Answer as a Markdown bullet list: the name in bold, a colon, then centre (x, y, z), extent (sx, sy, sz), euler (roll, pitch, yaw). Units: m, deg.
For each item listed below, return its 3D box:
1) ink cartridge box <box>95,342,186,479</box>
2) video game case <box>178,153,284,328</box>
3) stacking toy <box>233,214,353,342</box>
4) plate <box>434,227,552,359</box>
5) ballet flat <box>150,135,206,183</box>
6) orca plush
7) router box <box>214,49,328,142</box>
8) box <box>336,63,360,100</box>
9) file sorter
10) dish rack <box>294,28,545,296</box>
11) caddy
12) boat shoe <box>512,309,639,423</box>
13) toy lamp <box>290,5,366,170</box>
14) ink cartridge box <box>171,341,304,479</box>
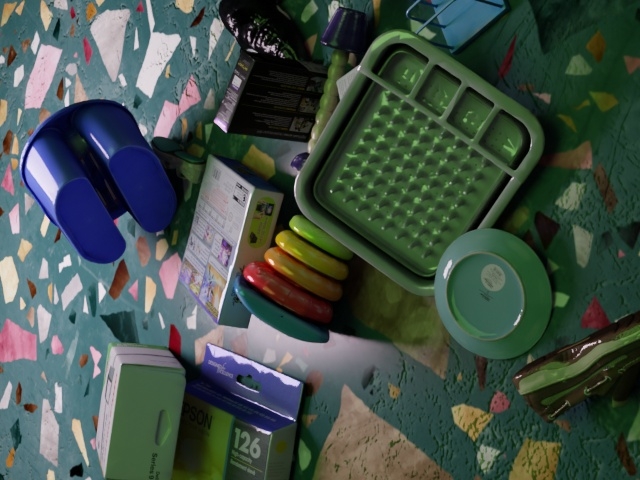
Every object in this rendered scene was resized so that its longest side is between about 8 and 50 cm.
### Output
- **ink cartridge box**: centre (-0.332, 0.308, 2.195), extent (0.289, 0.122, 0.211), euler (-173, 90, -76)
- **video game case**: centre (-0.163, -0.004, 2.113), extent (0.269, 0.061, 0.244), euler (38, 114, 63)
- **stacking toy**: centre (0.000, 0.000, 1.925), extent (0.302, 0.175, 0.166), euler (-60, 5, 4)
- **plate**: centre (0.235, 0.077, 1.688), extent (0.188, 0.024, 0.188), euler (7, 101, 37)
- **ballet flat**: centre (-0.281, -0.153, 2.323), extent (0.168, 0.057, 0.052), euler (32, 120, 46)
- **orca plush**: centre (-0.120, -0.359, 2.119), extent (0.151, 0.102, 0.287), euler (-51, 51, 33)
- **router box**: centre (-0.075, -0.236, 1.996), extent (0.046, 0.179, 0.133), euler (43, 118, 40)
- **box**: centre (0.095, -0.215, 1.857), extent (0.087, 0.102, 0.101), euler (-31, 63, 46)
- **file sorter**: centre (0.180, -0.385, 1.776), extent (0.118, 0.104, 0.170), euler (-37, 59, 40)
- **dish rack**: centre (0.143, -0.113, 1.745), extent (0.285, 0.072, 0.333), euler (36, 117, 8)
- **caddy**: centre (-0.424, -0.119, 2.291), extent (0.241, 0.341, 0.179), euler (-34, 58, -11)
- **boat shoe**: centre (0.370, 0.162, 1.528), extent (0.257, 0.095, 0.095), euler (-32, 86, 41)
- **toy lamp**: centre (0.018, -0.244, 1.969), extent (0.080, 0.080, 0.274), euler (26, 106, 47)
- **ink cartridge box**: centre (-0.164, 0.363, 2.124), extent (0.304, 0.072, 0.307), euler (14, 100, 50)
